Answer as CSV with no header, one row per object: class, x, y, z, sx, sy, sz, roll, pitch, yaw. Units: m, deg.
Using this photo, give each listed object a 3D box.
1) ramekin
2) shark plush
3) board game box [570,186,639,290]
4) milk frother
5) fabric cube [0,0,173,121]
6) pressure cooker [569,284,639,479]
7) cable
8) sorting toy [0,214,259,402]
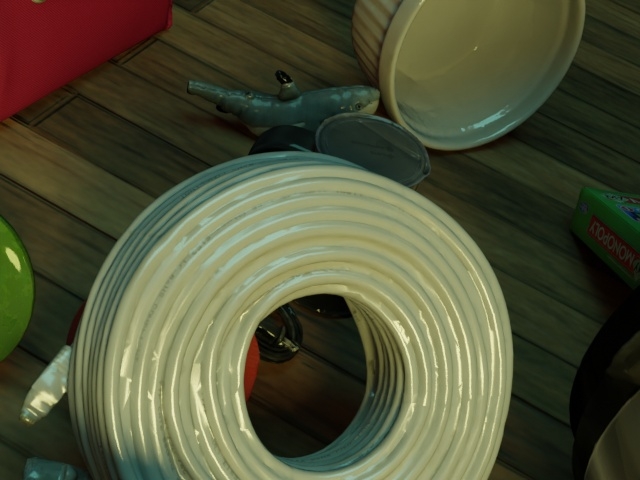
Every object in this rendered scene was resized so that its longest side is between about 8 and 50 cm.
ramekin,0.126,-0.196,0.957,0.207,0.207,0.109,-8,40,-27
shark plush,-0.033,-0.124,0.916,0.161,0.067,0.073,18,42,-1
board game box,0.396,0.029,0.871,0.317,0.046,0.213,8,19,-12
milk frother,0.000,0.000,0.748,0.129,0.134,0.143,9,43,-11
fabric cube,-0.276,-0.289,0.864,0.259,0.254,0.258,31,41,14
pressure cooker,0.326,0.150,0.535,0.376,0.369,0.420,5,44,-16
cable,-0.011,0.075,0.601,0.257,0.089,0.257,31,79,-19
sorting toy,-0.213,0.019,0.695,0.366,0.127,0.126,18,17,-3
